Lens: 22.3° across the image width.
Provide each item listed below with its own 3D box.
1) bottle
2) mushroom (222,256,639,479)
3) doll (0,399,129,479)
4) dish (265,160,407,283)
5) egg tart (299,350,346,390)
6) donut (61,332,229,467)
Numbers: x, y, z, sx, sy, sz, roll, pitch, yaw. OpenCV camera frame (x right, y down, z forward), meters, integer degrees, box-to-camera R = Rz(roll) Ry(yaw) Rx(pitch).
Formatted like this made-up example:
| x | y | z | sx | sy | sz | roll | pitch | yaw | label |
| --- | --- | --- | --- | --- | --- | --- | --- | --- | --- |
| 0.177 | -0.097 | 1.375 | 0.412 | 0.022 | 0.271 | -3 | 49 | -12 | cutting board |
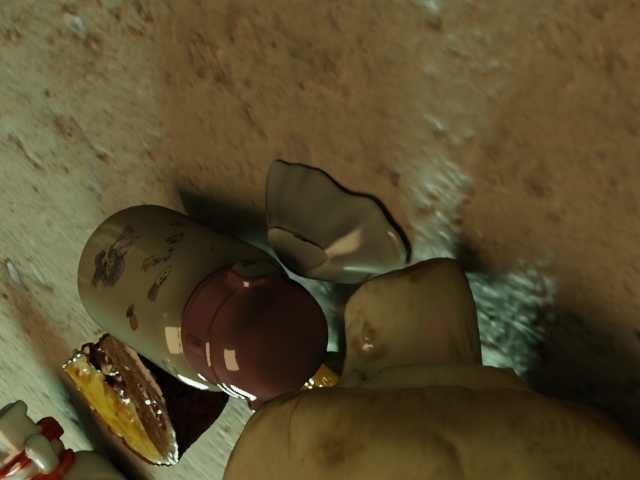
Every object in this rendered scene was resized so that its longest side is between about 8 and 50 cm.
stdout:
| x | y | z | sx | sy | sz | roll | pitch | yaw | label |
| --- | --- | --- | --- | --- | --- | --- | --- | --- | --- |
| -0.080 | 0.047 | 1.148 | 0.233 | 0.110 | 0.110 | 22 | 141 | 57 | bottle |
| 0.066 | 0.128 | 0.955 | 0.260 | 0.234 | 0.254 | -2 | 166 | 16 | mushroom |
| -0.260 | 0.302 | 1.773 | 0.290 | 0.130 | 0.161 | 51 | 152 | -8 | doll |
| 0.000 | 0.000 | 1.059 | 0.137 | 0.039 | 0.091 | 14 | 134 | 55 | dish |
| 0.015 | 0.122 | 1.172 | 0.130 | 0.052 | 0.130 | 38 | 150 | 27 | egg tart |
| -0.141 | 0.115 | 1.389 | 0.141 | 0.085 | 0.217 | 55 | 155 | -5 | donut |
